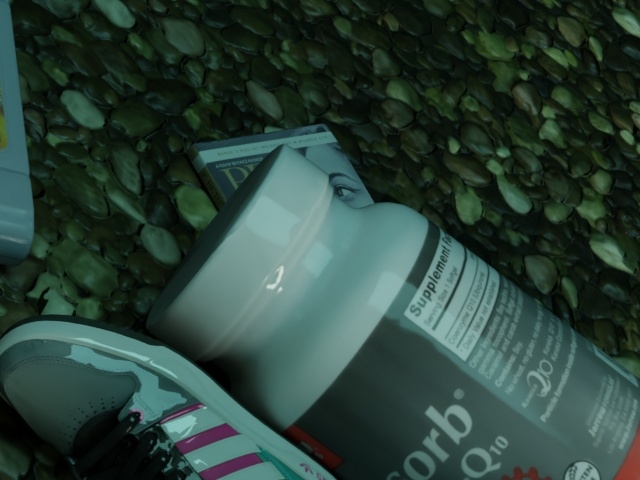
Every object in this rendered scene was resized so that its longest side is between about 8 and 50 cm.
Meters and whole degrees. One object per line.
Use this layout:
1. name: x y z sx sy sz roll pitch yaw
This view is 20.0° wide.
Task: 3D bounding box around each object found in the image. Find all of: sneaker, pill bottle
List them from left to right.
1. sneaker: -0.107 0.185 1.208 0.295 0.124 0.178 34 30 -14
2. pill bottle: 0.065 0.103 1.352 0.363 0.210 0.210 36 39 -8

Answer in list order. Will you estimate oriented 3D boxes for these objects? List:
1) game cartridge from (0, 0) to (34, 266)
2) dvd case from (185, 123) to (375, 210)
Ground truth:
1. game cartridge: -0.320 -0.123 1.348 0.198 0.062 0.297 16 46 -36
2. dvd case: 0.000 0.000 1.540 0.164 0.018 0.221 -12 64 -46
